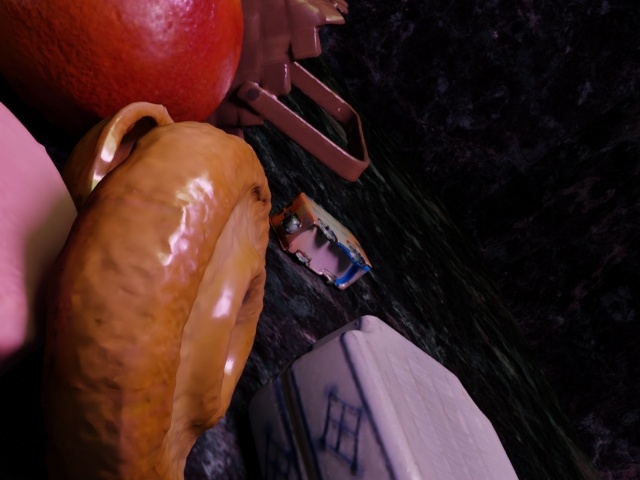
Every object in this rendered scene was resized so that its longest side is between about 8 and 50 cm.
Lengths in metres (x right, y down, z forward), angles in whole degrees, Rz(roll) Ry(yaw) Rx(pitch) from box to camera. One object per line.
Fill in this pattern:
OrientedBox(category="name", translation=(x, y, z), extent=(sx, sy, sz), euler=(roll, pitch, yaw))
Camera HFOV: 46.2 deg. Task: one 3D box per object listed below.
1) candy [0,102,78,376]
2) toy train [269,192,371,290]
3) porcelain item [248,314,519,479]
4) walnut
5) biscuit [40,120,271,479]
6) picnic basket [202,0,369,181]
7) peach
OrientedBox(category="candy", translation=(-0.252, -0.028, 0.443), extent=(0.255, 0.094, 0.255), euler=(48, 16, -19))
OrientedBox(category="toy train", translation=(0.000, 0.000, 1.166), extent=(0.188, 0.072, 0.099), euler=(38, 22, -44))
OrientedBox(category="porcelain item", translation=(0.075, 0.235, 0.708), extent=(0.281, 0.157, 0.285), euler=(36, 23, -42))
OrientedBox(category="walnut", translation=(-0.167, -0.007, 0.620), extent=(0.167, 0.087, 0.211), euler=(36, 50, -65))
OrientedBox(category="biscuit", translation=(-0.094, 0.040, 0.500), extent=(0.213, 0.091, 0.274), euler=(91, 15, -54))
OrientedBox(category="picnic basket", translation=(-0.074, -0.217, 1.014), extent=(0.321, 0.291, 0.254), euler=(35, 20, -18))
OrientedBox(category="peach", translation=(-0.211, -0.229, 0.746), extent=(0.281, 0.281, 0.238), euler=(46, -17, -25))
